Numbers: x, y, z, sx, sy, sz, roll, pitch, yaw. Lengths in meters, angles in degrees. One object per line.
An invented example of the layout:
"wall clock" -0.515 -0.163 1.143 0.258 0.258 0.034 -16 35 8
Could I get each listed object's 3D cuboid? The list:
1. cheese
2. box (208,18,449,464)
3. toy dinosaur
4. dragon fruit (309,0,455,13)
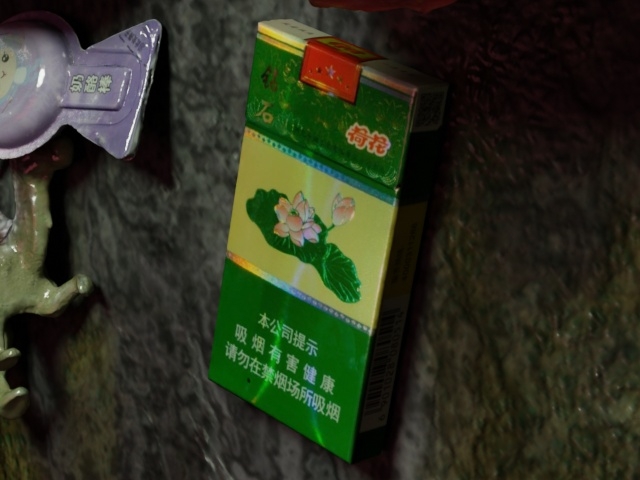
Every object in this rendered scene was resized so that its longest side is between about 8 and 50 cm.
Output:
"cheese" -0.181 -0.104 1.277 0.191 0.042 0.105 4 79 38
"box" 0.000 0.000 1.132 0.132 0.034 0.235 28 117 39
"toy dinosaur" -0.249 0.042 1.365 0.294 0.077 0.162 -38 57 24
"dragon fruit" -0.005 -0.210 0.908 0.290 0.290 0.189 -9 72 46
